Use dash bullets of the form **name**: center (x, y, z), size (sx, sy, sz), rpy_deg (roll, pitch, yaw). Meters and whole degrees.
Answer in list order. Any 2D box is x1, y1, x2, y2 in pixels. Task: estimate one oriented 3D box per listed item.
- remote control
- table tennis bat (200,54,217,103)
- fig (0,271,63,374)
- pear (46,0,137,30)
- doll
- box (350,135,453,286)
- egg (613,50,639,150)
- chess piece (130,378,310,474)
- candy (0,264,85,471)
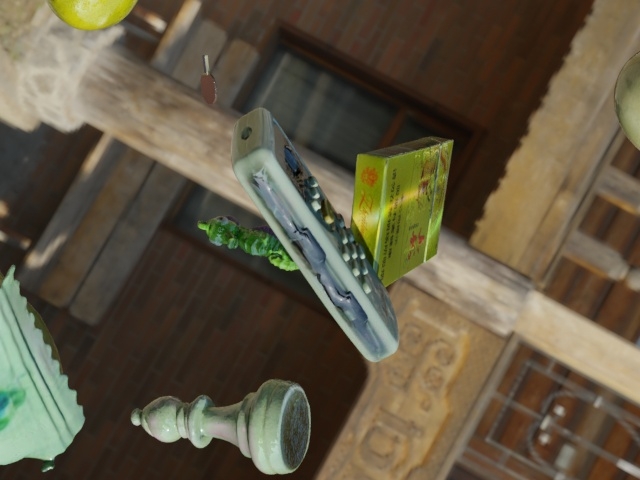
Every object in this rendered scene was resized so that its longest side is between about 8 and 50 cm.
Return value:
- **remote control**: center (0.000, 0.000, 1.197), size (0.056, 0.296, 0.140), rpy_deg (-28, -154, 13)
- **table tennis bat**: center (-0.189, -0.271, 1.865), size (0.007, 0.050, 0.083), rpy_deg (-15, 107, -32)
- **fig**: center (-0.495, 0.166, 1.675), size (0.314, 0.233, 0.233), rpy_deg (-100, -148, -57)
- **pear**: center (-0.421, -0.481, 2.034), size (0.198, 0.198, 0.198), rpy_deg (-61, 176, -7)
- **doll**: center (-0.116, 0.002, 1.855), size (0.115, 0.190, 0.050), rpy_deg (-61, 171, -68)
- **box**: center (0.108, -0.041, 1.454), size (0.311, 0.043, 0.172), rpy_deg (-22, 121, -67)
- **egg**: center (0.582, -0.204, 1.749), size (0.188, 0.254, 0.188), rpy_deg (-41, 158, -21)
- **chess piece**: center (-0.162, 0.273, 1.657), size (0.139, 0.272, 0.139), rpy_deg (0, 90, -71)
- **candy**: center (-0.500, 0.138, 1.275), size (0.172, 0.398, 0.262), rpy_deg (-64, 156, -49)
